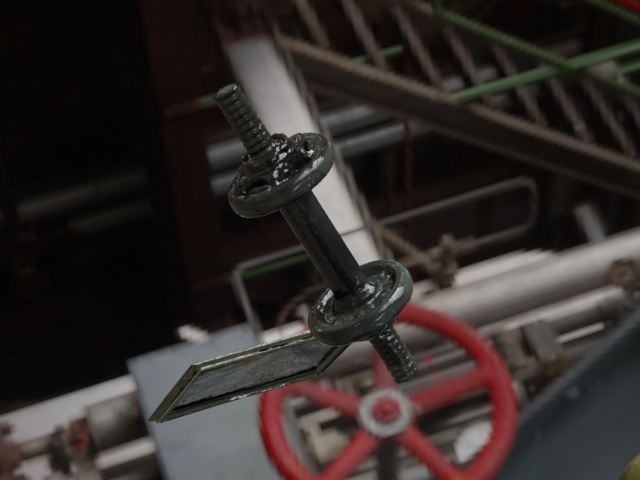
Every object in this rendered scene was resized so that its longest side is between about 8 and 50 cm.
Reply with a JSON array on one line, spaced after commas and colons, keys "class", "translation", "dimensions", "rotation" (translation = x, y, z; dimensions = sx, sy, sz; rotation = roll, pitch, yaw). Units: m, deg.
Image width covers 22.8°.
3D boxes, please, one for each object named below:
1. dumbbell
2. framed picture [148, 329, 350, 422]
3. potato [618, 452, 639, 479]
[{"class": "dumbbell", "translation": [0.000, 0.000, 1.079], "dimensions": [0.254, 0.081, 0.081], "rotation": [57, -3, -24]}, {"class": "framed picture", "translation": [-0.052, 0.116, 1.410], "dimensions": [0.011, 0.183, 0.142], "rotation": [66, -30, 17]}, {"class": "potato", "translation": [0.365, 0.305, 1.661], "dimensions": [0.182, 0.117, 0.202], "rotation": [65, -7, -11]}]
